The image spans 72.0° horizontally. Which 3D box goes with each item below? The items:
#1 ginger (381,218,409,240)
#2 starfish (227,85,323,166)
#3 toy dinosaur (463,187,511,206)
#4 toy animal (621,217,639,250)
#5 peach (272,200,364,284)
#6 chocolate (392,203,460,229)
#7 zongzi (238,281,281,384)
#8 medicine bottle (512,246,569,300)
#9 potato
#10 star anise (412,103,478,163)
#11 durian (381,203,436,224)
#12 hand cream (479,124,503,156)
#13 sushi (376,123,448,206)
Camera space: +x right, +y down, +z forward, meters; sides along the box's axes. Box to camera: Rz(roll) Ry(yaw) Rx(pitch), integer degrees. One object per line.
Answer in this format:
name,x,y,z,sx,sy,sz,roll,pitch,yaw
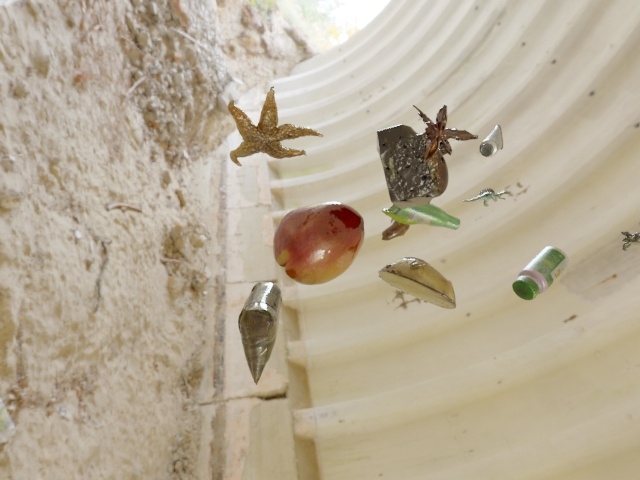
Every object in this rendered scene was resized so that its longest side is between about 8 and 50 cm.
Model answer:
ginger,0.403,-0.137,2.208,0.107,0.133,0.308,-1,-106,49
starfish,-0.152,-0.316,1.293,0.302,0.300,0.060,64,12,-61
toy dinosaur,0.721,-0.195,1.907,0.106,0.188,0.044,-63,144,-41
toy animal,0.857,-0.028,1.121,0.217,0.176,0.073,-47,133,-55
peach,0.000,0.000,1.539,0.307,0.333,0.308,59,2,-3
chocolate,0.456,-0.113,1.878,0.110,0.292,0.110,-161,-90,-81
zongzi,-0.215,0.330,1.605,0.286,0.139,0.299,-83,175,-71
medicine bottle,0.977,0.149,1.964,0.133,0.274,0.133,43,-27,28
potato,0.365,0.142,1.598,0.115,0.299,0.239,-58,153,-17
star anise,0.324,-0.312,1.222,0.140,0.158,0.144,44,29,-26
durian,0.414,-0.125,2.006,0.139,0.251,0.101,-137,-139,-74
hand cream,0.574,-0.320,1.450,0.256,0.055,0.088,-35,113,-51
sushi,0.318,-0.246,1.455,0.215,0.213,0.226,12,69,-65
